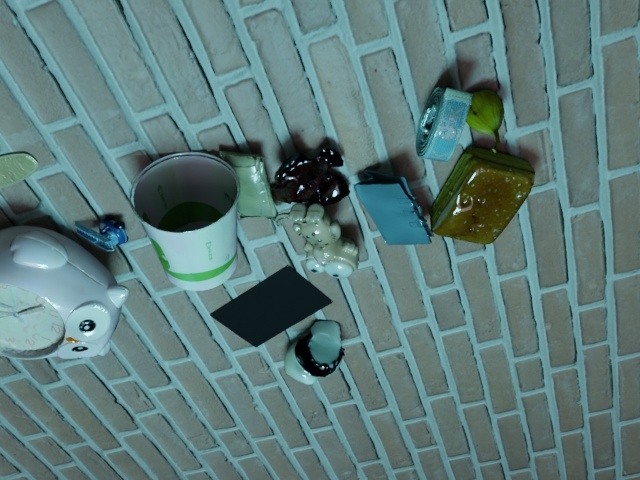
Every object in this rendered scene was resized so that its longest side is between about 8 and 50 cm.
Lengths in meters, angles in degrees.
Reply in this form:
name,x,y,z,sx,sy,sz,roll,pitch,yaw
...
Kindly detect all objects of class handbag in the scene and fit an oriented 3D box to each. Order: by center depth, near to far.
name,x,y,z,sx,sy,sz,roll,pitch,yaw
handbag,0.185,-0.075,1.791,0.144,0.057,0.221,9,143,39

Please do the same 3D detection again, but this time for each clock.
name,x,y,z,sx,sy,sz,roll,pitch,yaw
clock,-0.687,0.136,1.835,0.376,0.250,0.368,20,127,-12

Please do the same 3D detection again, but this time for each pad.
name,x,y,z,sx,sy,sz,roll,pitch,yaw
pad,-0.142,0.195,2.088,0.300,0.005,0.202,-33,126,23

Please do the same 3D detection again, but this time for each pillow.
name,x,y,z,sx,sy,sz,roll,pitch,yaw
pillow,-0.173,-0.132,1.752,0.119,0.053,0.208,11,136,23

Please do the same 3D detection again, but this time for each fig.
name,x,y,z,sx,sy,sz,roll,pitch,yaw
fig,0.369,-0.255,1.628,0.093,0.166,0.093,-6,163,-2

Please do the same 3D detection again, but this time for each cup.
name,x,y,z,sx,sy,sz,roll,pitch,yaw
cup,-0.302,-0.034,1.733,0.253,0.253,0.274,-3,141,-1

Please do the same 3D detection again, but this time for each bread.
name,x,y,z,sx,sy,sz,roll,pitch,yaw
bread,0.395,-0.103,1.792,0.184,0.110,0.234,12,129,-15

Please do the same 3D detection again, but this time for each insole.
name,x,y,z,sx,sy,sz,roll,pitch,yaw
insole,-0.781,-0.149,1.731,0.248,0.011,0.081,-23,130,16

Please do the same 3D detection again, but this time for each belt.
name,x,y,z,sx,sy,sz,roll,pitch,yaw
belt,0.266,-0.259,1.626,0.082,0.147,0.163,12,101,-11

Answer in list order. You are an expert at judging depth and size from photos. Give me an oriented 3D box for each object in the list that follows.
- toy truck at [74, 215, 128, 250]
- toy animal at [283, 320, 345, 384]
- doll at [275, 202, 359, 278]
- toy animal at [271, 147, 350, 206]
name,x,y,z,sx,sy,sz,roll,pitch,yaw
toy truck,-0.549,-0.025,1.831,0.136,0.074,0.063,24,138,30
toy animal,-0.019,0.340,2.139,0.138,0.166,0.179,44,132,-3
doll,0.002,0.000,1.829,0.154,0.119,0.278,-2,148,30
toy animal,-0.033,-0.149,1.750,0.179,0.116,0.218,-5,159,42
